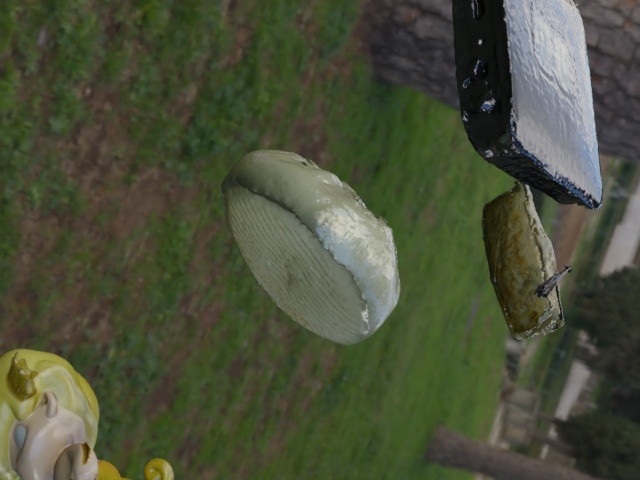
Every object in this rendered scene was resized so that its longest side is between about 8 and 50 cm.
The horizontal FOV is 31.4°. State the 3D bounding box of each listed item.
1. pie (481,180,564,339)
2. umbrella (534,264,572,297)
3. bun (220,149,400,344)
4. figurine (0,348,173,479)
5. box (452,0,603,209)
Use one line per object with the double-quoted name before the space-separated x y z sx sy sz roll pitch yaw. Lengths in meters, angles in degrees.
"pie" 0.343 0.031 1.967 0.128 0.068 0.282 -37 -129 43
"umbrella" 0.333 0.060 1.636 0.083 0.020 0.031 -40 162 -32
"bun" 0.000 0.000 1.500 0.146 0.287 0.287 -37 151 -24
"figurine" -0.235 0.177 0.999 0.131 0.246 0.156 -18 132 -38
"box" 0.297 -0.239 1.601 0.350 0.091 0.359 23 61 -52
